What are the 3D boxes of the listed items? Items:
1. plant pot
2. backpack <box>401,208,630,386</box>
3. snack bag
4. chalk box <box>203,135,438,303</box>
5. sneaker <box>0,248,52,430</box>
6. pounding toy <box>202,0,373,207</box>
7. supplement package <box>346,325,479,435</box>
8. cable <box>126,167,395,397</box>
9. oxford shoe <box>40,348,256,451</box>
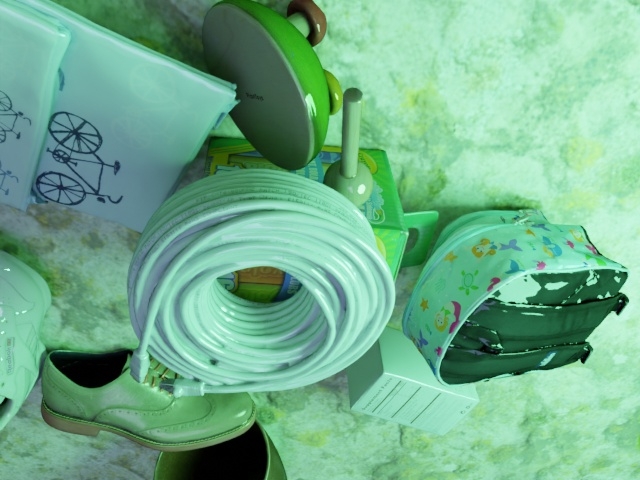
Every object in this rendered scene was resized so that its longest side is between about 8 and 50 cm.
[{"bbox_3d":[-0.146,0.441,1.042,0.215,0.215,0.230,-18,141,11],"label":"plant pot"},{"bbox_3d":[0.232,0.075,0.748,0.253,0.191,0.225,-7,132,-30],"label":"backpack"},{"bbox_3d":[-0.300,-0.122,0.620,0.342,0.037,0.323,20,142,-22],"label":"snack bag"},{"bbox_3d":[0.000,0.000,0.704,0.288,0.179,0.180,4,128,-5],"label":"chalk box"},{"bbox_3d":[-0.456,0.147,0.814,0.114,0.152,0.305,7,126,-5],"label":"sneaker"},{"bbox_3d":[-0.011,-0.164,0.599,0.110,0.237,0.183,-36,153,-22],"label":"pounding toy"},{"bbox_3d":[0.145,0.227,0.933,0.179,0.105,0.105,21,124,-17],"label":"supplement package"},{"bbox_3d":[-0.059,0.051,0.573,0.257,0.089,0.257,6,128,-9],"label":"cable"},{"bbox_3d":[-0.273,0.247,0.921,0.348,0.123,0.130,5,122,-8],"label":"oxford shoe"}]
